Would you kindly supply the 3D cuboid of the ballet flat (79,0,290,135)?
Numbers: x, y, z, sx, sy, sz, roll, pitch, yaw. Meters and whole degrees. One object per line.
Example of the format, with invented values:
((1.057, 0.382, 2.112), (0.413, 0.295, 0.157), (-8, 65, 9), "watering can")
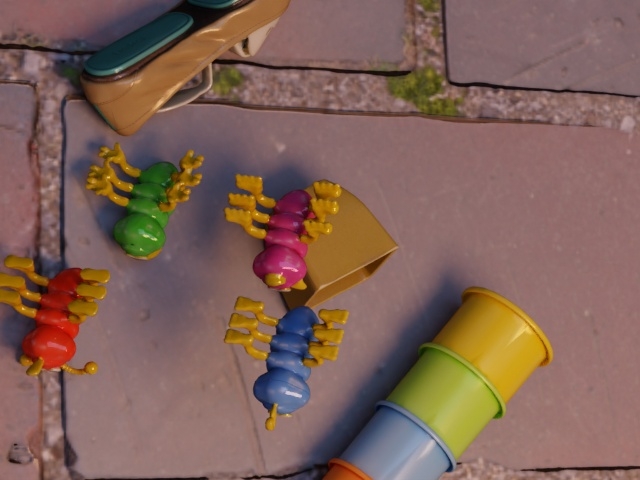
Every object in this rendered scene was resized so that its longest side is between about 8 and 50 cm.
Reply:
((-0.093, -0.166, 1.520), (0.232, 0.080, 0.073), (-36, 125, -20), "ballet flat")

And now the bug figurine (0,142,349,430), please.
((-0.097, 0.033, 1.435), (0.279, 0.072, 0.216), (10, 59, 18), "bug figurine")

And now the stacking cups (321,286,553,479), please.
((0.059, 0.178, 1.511), (0.096, 0.096, 0.316), (47, 69, -10), "stacking cups")

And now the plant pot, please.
((0.000, 0.000, 1.523), (0.081, 0.081, 0.083), (-27, 80, -23), "plant pot")
